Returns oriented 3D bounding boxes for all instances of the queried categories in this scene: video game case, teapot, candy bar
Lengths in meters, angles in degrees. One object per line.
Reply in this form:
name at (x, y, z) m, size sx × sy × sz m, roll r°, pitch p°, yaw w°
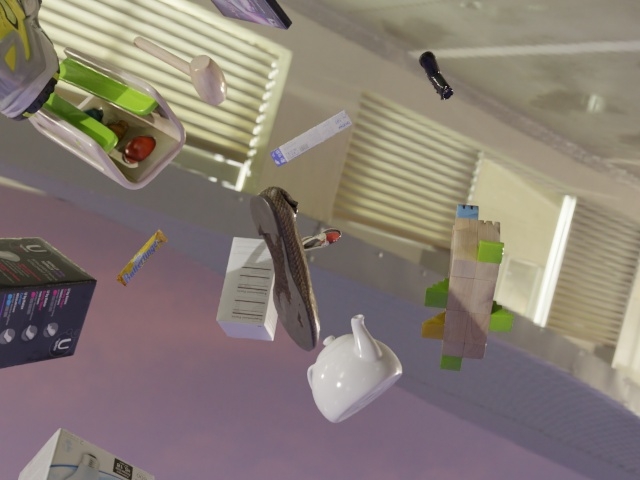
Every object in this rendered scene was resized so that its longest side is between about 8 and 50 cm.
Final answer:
video game case at (-0.193, -0.542, 1.618) m, size 0.274 × 0.026 × 0.196 m, roll 28°, pitch 166°, yaw 48°
teapot at (0.067, 0.327, 1.922) m, size 0.187 × 0.256 × 0.252 m, roll 52°, pitch -175°, yaw 18°
candy bar at (-0.429, 0.043, 1.821) m, size 0.018 × 0.161 × 0.040 m, roll 18°, pitch 151°, yaw 40°

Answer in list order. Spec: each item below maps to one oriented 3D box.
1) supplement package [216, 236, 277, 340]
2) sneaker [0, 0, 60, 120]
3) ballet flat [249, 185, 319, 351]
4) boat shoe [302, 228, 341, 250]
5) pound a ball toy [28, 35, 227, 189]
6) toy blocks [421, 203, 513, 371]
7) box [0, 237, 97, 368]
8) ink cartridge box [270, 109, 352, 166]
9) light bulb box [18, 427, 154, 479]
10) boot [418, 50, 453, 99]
supplement package at (-0.183, 0.132, 2.063) m, size 0.133 × 0.244 × 0.139 m, roll 5°, pitch 154°, yaw 10°
sneaker at (-0.492, -0.345, 1.093) m, size 0.147 × 0.145 × 0.385 m, roll 31°, pitch -159°, yaw -55°
ballet flat at (-0.038, 0.040, 1.064) m, size 0.058 × 0.250 × 0.084 m, roll -29°, pitch -156°, yaw -35°
boat shoe at (0.000, 0.000, 2.377) m, size 0.137 × 0.049 × 0.043 m, roll -15°, pitch -162°, yaw 10°
pound a ball toy at (-0.293, -0.201, 1.156) m, size 0.319 × 0.208 × 0.136 m, roll 28°, pitch 159°, yaw 39°
toy blocks at (0.340, 0.073, 1.721) m, size 0.190 × 0.381 × 0.261 m, roll 6°, pitch -140°, yaw 9°
box at (-0.502, 0.092, 1.126) m, size 0.165 × 0.143 × 0.270 m, roll 31°, pitch -162°, yaw 30°
ink cartridge box at (-0.025, -0.265, 1.972) m, size 0.046 × 0.207 × 0.097 m, roll 60°, pitch 164°, yaw -7°
light bulb box at (-0.702, 0.808, 2.214) m, size 0.358 × 0.225 × 0.361 m, roll 36°, pitch -165°, yaw -22°
boot at (0.306, -0.430, 1.993) m, size 0.099 × 0.045 × 0.121 m, roll 64°, pitch -172°, yaw 28°
